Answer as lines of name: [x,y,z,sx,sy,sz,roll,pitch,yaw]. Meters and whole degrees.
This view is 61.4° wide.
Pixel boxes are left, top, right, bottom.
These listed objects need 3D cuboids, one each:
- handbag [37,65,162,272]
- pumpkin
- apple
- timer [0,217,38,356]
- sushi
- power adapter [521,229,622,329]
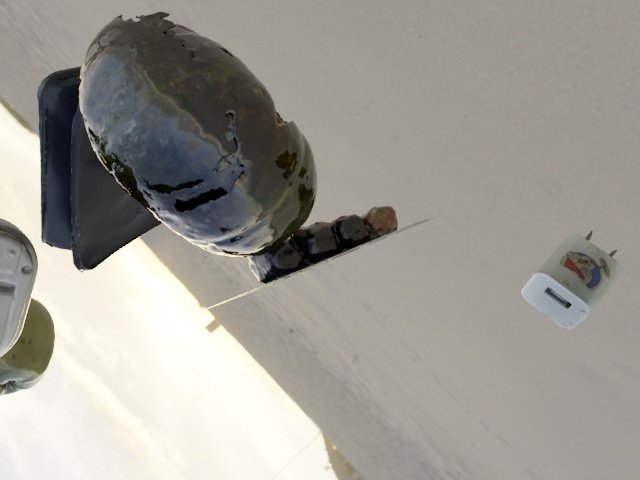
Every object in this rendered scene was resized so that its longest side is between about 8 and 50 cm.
handbag: [-0.338,-0.138,0.901,0.119,0.269,0.325,31,126,12]
pumpkin: [-0.137,-0.116,0.662,0.320,0.192,0.320,45,-177,-3]
apple: [-0.795,0.258,1.339,0.262,0.262,0.262,47,172,9]
timer: [-0.553,0.070,0.764,0.262,0.236,0.087,14,-175,-38]
sushi: [0.000,0.000,0.827,0.068,0.340,0.320,68,-161,3]
power adapter: [0.545,0.064,1.135,0.130,0.205,0.125,39,156,20]
